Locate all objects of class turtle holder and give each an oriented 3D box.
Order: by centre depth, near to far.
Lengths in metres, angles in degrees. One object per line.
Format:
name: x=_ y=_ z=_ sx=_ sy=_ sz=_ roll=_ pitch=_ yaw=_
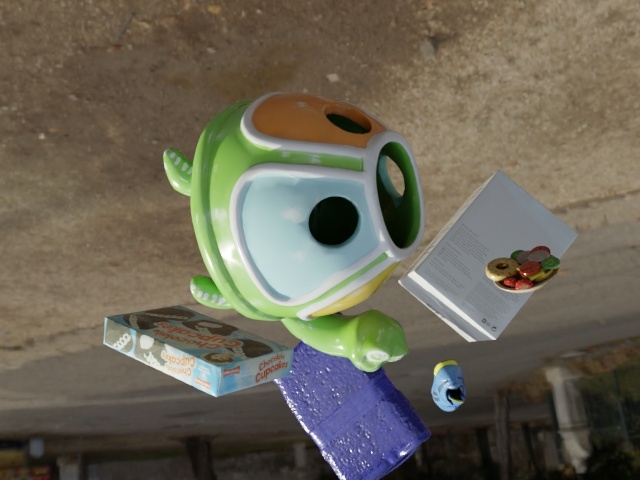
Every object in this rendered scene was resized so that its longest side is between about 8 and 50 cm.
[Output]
turtle holder: x=-0.010 y=-0.006 z=0.820 sx=0.228 sy=0.320 sz=0.243 roll=-5 pitch=175 yaw=31

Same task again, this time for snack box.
snack box: x=-0.232 y=0.197 z=1.372 sx=0.322 sy=0.060 sz=0.187 roll=14 pitch=-168 yaw=37

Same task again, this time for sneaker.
sneaker: x=0.304 y=0.364 z=1.723 sx=0.069 sy=0.082 sz=0.209 roll=-14 pitch=141 yaw=-2

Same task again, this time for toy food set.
toy food set: x=0.248 y=0.034 z=0.892 sx=0.083 sy=0.020 sz=0.083 roll=-26 pitch=-156 yaw=-6

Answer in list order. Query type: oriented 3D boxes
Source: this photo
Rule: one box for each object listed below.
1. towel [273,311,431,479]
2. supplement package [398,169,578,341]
towel: x=0.058 y=0.322 z=1.469 sx=0.227 sy=0.308 sz=0.076 roll=-45 pitch=162 yaw=24
supplement package: x=0.325 y=0.038 z=1.465 sx=0.262 sy=0.199 sz=0.198 roll=-49 pitch=176 yaw=-9
